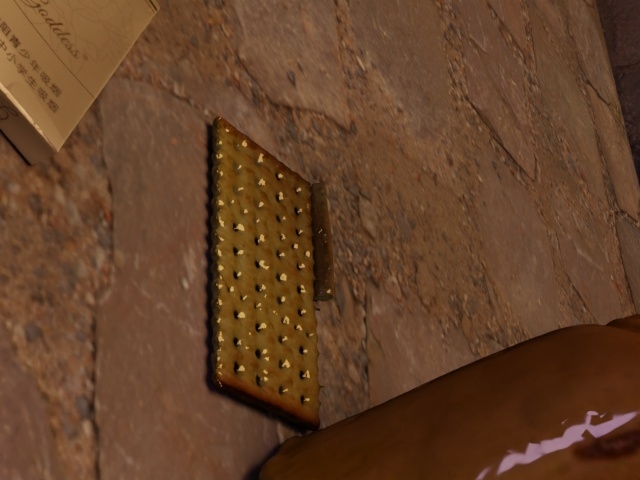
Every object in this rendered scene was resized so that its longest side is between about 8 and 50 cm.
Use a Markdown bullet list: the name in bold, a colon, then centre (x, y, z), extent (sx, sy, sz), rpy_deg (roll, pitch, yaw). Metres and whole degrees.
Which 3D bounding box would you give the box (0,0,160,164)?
- **box**: centre (-0.175, -0.146, 0.685), extent (0.109, 0.029, 0.198), rpy_deg (55, 31, -27)

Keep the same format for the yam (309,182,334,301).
- **yam**: centre (0.000, 0.000, 0.917), extent (0.021, 0.021, 0.116), rpy_deg (37, 41, -47)

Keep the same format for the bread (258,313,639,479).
- **bread**: centre (0.192, 0.232, 0.746), extent (0.361, 0.394, 0.250), rpy_deg (61, 12, -10)

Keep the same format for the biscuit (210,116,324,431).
- **biscuit**: centre (-0.042, 0.026, 0.825), extent (0.139, 0.016, 0.231), rpy_deg (35, 42, -48)
